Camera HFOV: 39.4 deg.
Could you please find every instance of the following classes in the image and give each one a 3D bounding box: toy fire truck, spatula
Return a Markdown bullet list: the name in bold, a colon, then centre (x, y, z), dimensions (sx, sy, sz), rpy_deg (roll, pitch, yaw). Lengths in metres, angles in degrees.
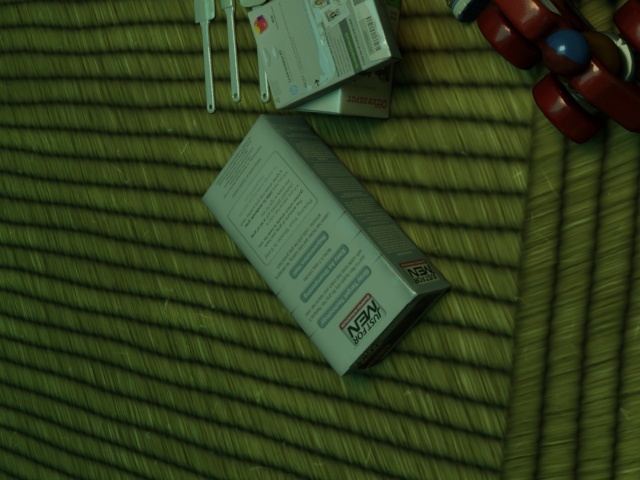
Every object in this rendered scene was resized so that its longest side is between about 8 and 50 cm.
- **toy fire truck**: centre (0.283, -0.251, 1.064), dimensions (0.169, 0.253, 0.302), rpy_deg (-43, 70, 29)
- **spatula**: centre (-0.148, -0.343, 1.497), dimensions (0.168, 0.019, 0.242), rpy_deg (-3, 92, 34)

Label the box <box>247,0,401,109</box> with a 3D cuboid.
- **box**: centre (0.002, -0.275, 1.199), dimensions (0.186, 0.038, 0.145), rpy_deg (-20, 84, 29)

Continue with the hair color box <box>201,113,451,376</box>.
- **hair color box**: centre (0.000, 0.000, 1.366), dimensions (0.374, 0.113, 0.185), rpy_deg (51, 119, 21)

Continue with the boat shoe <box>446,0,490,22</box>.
- **boat shoe**: centre (0.231, -0.383, 1.204), dimensions (0.183, 0.066, 0.066), rpy_deg (-45, 68, 28)

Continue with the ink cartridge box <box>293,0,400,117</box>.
- **ink cartridge box**: centre (0.039, -0.286, 1.290), dimensions (0.093, 0.154, 0.213), rpy_deg (12, 100, 31)
